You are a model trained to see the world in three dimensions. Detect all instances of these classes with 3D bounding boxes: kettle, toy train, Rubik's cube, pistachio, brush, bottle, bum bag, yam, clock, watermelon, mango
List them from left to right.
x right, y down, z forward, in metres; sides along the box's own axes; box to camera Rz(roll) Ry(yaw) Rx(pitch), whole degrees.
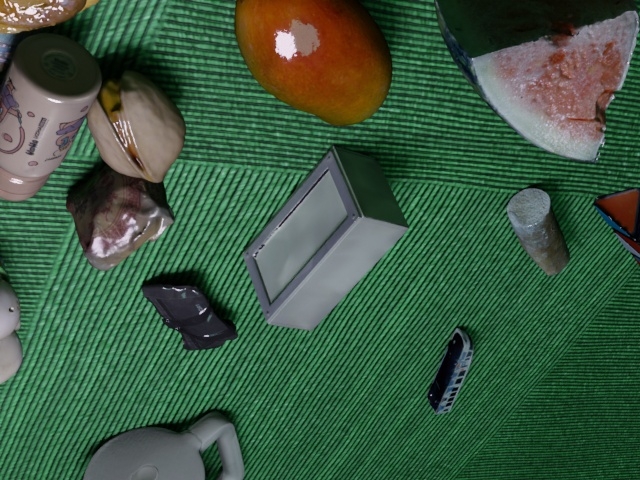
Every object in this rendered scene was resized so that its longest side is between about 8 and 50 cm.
[{"bbox_3d":[-0.430,0.100,1.640,0.103,0.144,0.231,-10,143,-14],"label":"clock"},{"bbox_3d":[-0.366,-0.185,1.417,0.070,0.021,0.196,11,135,-39],"label":"brush"},{"bbox_3d":[-0.316,-0.130,1.441,0.110,0.097,0.209,-45,175,-44],"label":"bottle"},{"bbox_3d":[-0.215,-0.131,1.486,0.113,0.113,0.149,-27,147,7],"label":"pistachio"},{"bbox_3d":[-0.241,0.458,2.147,0.265,0.205,0.318,-14,141,-7],"label":"kettle"},{"bbox_3d":[-0.183,0.104,1.856,0.087,0.049,0.197,-5,148,18],"label":"bum bag"},{"bbox_3d":[0.003,-0.214,1.483,0.146,0.129,0.289,-37,150,16],"label":"mango"},{"bbox_3d":[0.225,0.221,2.212,0.047,0.043,0.207,-10,142,-20],"label":"toy train"},{"bbox_3d":[0.328,-0.011,1.954,0.068,0.068,0.169,-26,144,5],"label":"yam"},{"bbox_3d":[0.254,-0.242,1.494,0.201,0.213,0.262,-40,140,23],"label":"watermelon"},{"bbox_3d":[0.578,0.059,2.029,0.284,0.234,0.250,-12,143,-15],"label":"Rubik's cube"}]

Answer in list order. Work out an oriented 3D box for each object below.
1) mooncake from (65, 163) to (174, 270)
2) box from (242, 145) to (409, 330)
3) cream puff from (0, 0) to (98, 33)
[{"bbox_3d":[-0.247,-0.038,1.573,0.130,0.125,0.073,-40,136,18],"label":"mooncake"},{"bbox_3d":[0.000,0.000,1.744,0.086,0.129,0.225,13,131,-38],"label":"box"},{"bbox_3d":[-0.283,-0.292,1.231,0.189,0.129,0.189,-7,143,-5],"label":"cream puff"}]
